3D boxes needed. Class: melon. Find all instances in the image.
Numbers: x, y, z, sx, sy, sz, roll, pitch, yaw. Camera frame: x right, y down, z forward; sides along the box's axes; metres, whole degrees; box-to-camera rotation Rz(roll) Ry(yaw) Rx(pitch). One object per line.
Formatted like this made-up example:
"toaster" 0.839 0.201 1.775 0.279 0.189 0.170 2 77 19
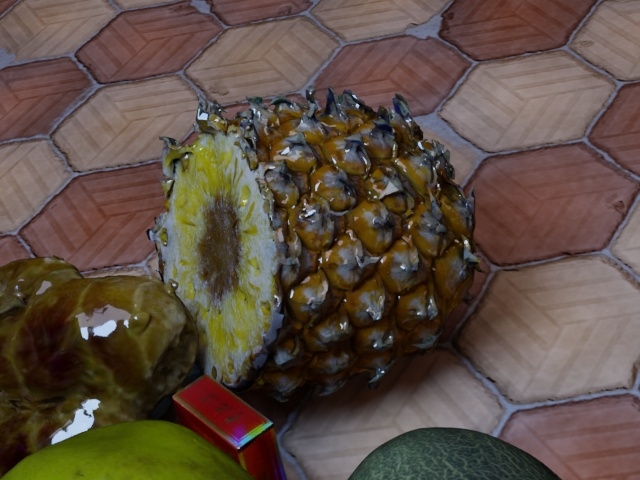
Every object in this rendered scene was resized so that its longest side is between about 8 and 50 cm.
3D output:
"melon" 0.127 0.291 1.193 0.238 0.237 0.301 -22 39 -10

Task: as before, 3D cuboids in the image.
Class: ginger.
"ginger" -0.291 0.177 1.445 0.274 0.152 0.357 20 91 18

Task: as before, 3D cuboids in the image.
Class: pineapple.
"pineapple" -0.001 -0.001 1.495 0.300 0.352 0.352 -12 33 -32

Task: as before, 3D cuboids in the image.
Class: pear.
"pear" -0.141 0.318 1.228 0.375 0.287 0.287 33 54 15

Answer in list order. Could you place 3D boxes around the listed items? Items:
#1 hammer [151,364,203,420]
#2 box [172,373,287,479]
"hammer" -0.146 0.144 1.606 0.194 0.069 0.116 -10 37 -8
"box" -0.082 0.229 1.384 0.048 0.175 0.112 -34 41 -27
